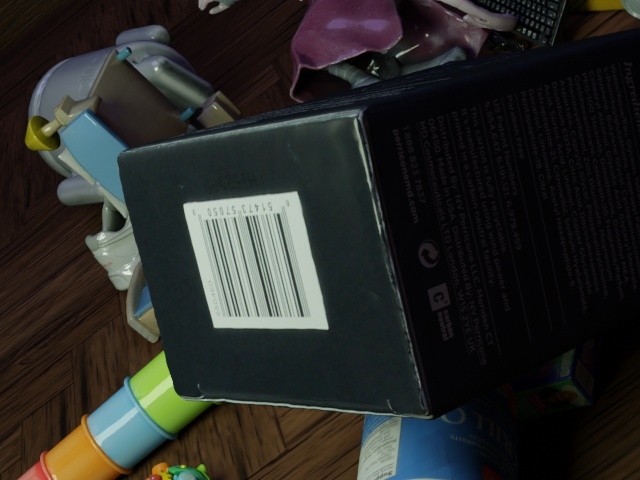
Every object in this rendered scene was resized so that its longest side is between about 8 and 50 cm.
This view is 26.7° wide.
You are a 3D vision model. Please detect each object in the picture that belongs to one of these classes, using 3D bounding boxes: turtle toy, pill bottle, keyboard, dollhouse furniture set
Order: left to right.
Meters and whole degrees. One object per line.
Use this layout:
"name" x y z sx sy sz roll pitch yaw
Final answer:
"dollhouse furniture set" -0.226 -0.086 1.627 0.198 0.303 0.286 -36 25 25
"turtle toy" -0.153 0.263 1.285 0.095 0.066 0.130 4 50 54
"pill bottle" 0.088 0.198 1.014 0.124 0.124 0.221 -26 30 25
"keyboard" 0.225 -0.271 1.597 0.023 0.108 0.180 -5 27 -30

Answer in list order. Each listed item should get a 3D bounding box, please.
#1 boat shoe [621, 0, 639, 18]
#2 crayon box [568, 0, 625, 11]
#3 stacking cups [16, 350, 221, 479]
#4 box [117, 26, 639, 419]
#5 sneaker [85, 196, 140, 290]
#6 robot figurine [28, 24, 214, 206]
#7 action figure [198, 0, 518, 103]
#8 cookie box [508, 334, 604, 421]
"boat shoe" 0.378 -0.240 1.363 0.081 0.079 0.227 -45 30 -20
"crayon box" 0.352 -0.364 1.587 0.202 0.081 0.318 -49 28 -18
"stacking cups" -0.205 0.194 1.427 0.316 0.096 0.096 -39 26 3
"box" 0.095 -0.027 1.070 0.395 0.212 0.293 -20 10 -38
"sneaker" -0.231 -0.050 1.812 0.090 0.115 0.232 -11 38 44
"robot figurine" -0.309 -0.191 2.037 0.353 0.200 0.300 -4 60 50
"action figure" 0.029 -0.304 1.668 0.276 0.248 0.370 -50 41 29
"cookie box" 0.179 0.105 1.132 0.107 0.040 0.092 -21 33 35
